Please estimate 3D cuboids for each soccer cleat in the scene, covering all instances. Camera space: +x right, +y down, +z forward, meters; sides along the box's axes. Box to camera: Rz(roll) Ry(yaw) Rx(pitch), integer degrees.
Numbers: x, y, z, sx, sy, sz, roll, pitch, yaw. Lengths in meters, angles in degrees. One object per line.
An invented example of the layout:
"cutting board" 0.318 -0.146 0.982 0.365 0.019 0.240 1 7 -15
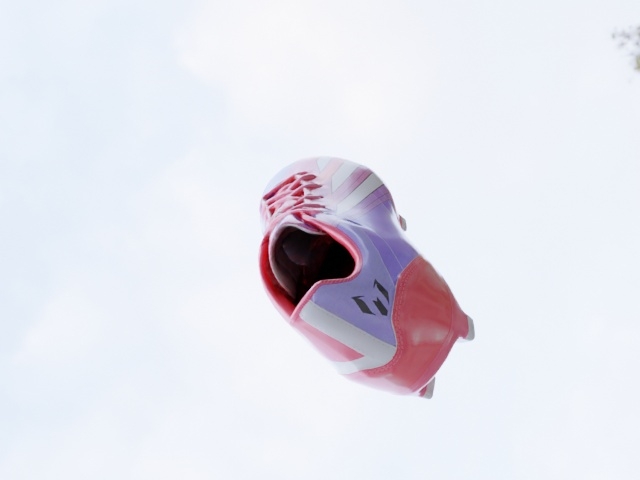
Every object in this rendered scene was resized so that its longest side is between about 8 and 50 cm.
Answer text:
"soccer cleat" 0.000 0.000 0.602 0.095 0.248 0.083 28 -77 -27
